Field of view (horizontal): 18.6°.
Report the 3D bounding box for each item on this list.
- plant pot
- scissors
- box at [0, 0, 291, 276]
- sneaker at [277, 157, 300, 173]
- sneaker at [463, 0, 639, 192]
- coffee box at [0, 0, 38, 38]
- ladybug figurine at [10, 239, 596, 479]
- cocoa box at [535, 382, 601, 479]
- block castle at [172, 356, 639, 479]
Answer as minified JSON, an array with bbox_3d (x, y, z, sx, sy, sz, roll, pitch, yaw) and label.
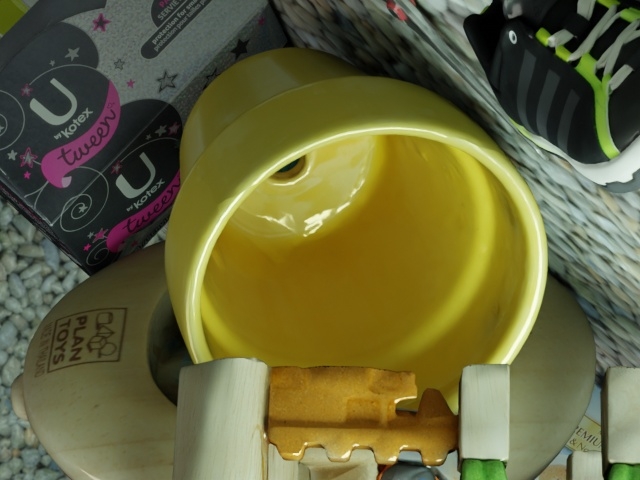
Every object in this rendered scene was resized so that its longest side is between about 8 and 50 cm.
[{"bbox_3d":[0.002,-0.018,1.387,0.254,0.254,0.239,49,-175,-31],"label":"plant pot"},{"bbox_3d":[0.036,-0.162,1.227,0.297,0.021,0.109,46,169,-22],"label":"scissors"},{"bbox_3d":[-0.160,-0.117,1.573,0.163,0.247,0.142,40,172,25],"label":"box"},{"bbox_3d":[0.000,0.000,1.730,0.178,0.124,0.295,44,-170,-25],"label":"sneaker"},{"bbox_3d":[0.123,-0.086,0.944,0.097,0.084,0.234,47,171,-14],"label":"sneaker"},{"bbox_3d":[-0.437,-0.255,1.915,0.337,0.334,0.338,47,171,-19],"label":"coffee box"},{"bbox_3d":[-0.013,0.122,1.517,0.162,0.449,0.305,85,-174,-46],"label":"ladybug figurine"},{"bbox_3d":[0.287,0.326,1.694,0.347,0.228,0.231,42,175,16],"label":"cocoa box"},{"bbox_3d":[0.131,0.206,1.161,0.453,0.213,0.303,1,164,3],"label":"block castle"}]
